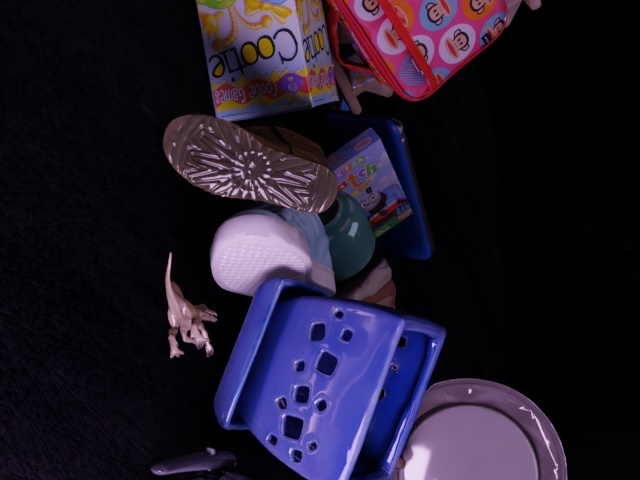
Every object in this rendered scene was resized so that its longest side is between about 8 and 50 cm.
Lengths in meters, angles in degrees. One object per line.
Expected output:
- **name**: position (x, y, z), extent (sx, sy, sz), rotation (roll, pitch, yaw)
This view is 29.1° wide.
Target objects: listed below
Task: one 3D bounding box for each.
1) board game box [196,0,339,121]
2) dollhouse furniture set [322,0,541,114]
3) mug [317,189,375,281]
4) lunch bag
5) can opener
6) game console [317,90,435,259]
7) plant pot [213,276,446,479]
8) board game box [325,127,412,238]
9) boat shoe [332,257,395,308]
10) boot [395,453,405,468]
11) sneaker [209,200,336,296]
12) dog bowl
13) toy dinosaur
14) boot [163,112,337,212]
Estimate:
- **board game box**: position (-0.079, -0.313, 1.698), extent (0.144, 0.142, 0.275), rotation (-34, 116, -71)
- **dollhouse furniture set**: position (0.100, -0.488, 2.034), extent (0.394, 0.362, 0.256), rotation (60, 0, 35)
- **mug**: position (0.009, -0.004, 1.885), extent (0.097, 0.129, 0.158), rotation (64, 25, -45)
- **lunch bag**: position (0.118, -0.358, 1.824), extent (0.293, 0.258, 0.120), rotation (51, -1, -39)
- **can opener**: position (-0.141, 0.266, 1.412), extent (0.186, 0.073, 0.059), rotation (23, 69, -61)
- **game console**: position (0.112, -0.141, 2.232), extent (0.173, 0.250, 0.293), rotation (-44, 130, -36)
- **plant pot**: position (0.007, 0.177, 1.590), extent (0.236, 0.212, 0.236), rotation (-69, 161, 0)
- **board game box**: position (0.054, -0.069, 2.026), extent (0.039, 0.160, 0.211), rotation (53, -5, 39)
- **boat shoe**: position (0.037, 0.131, 1.852), extent (0.324, 0.123, 0.116), rotation (-35, 105, -54)
- **boot**: position (0.084, 0.279, 2.084), extent (0.248, 0.090, 0.207), rotation (39, 49, -62)
- **sneaker**: position (-0.071, -0.010, 1.660), extent (0.366, 0.135, 0.150), rotation (54, 25, -74)
- **dog bowl**: position (0.268, 0.424, 2.238), extent (0.102, 0.348, 0.349), rotation (49, 35, -82)
- **toy dinosaur**: position (-0.164, 0.086, 1.449), extent (0.183, 0.053, 0.093), rotation (63, 10, -66)
- **boot**: position (-0.094, -0.113, 1.621), extent (0.089, 0.236, 0.269), rotation (-64, -169, 10)
